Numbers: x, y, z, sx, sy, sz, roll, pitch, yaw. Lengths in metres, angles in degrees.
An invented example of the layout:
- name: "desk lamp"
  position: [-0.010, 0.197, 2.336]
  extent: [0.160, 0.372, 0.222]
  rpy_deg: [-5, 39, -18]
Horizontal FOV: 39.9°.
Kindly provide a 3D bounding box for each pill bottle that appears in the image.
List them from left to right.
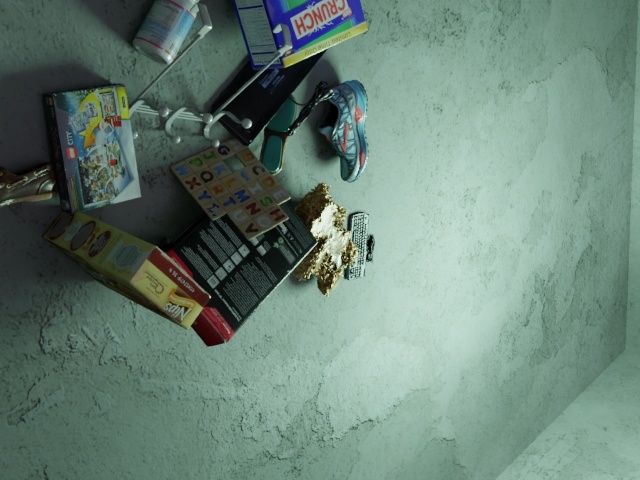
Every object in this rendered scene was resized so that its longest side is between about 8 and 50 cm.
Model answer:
- name: "pill bottle"
  position: [-0.304, -0.441, 1.769]
  extent: [0.087, 0.087, 0.160]
  rpy_deg: [34, 80, -48]

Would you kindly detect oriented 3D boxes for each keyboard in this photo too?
- name: "keyboard"
  position: [-0.091, -0.344, 2.031]
  extent: [0.201, 0.033, 0.317]
  rpy_deg: [42, 72, -16]
- name: "keyboard"
  position: [0.119, 0.016, 2.435]
  extent: [0.100, 0.038, 0.192]
  rpy_deg: [-16, 117, -42]

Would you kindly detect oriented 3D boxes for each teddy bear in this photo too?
- name: "teddy bear"
  position: [0.000, 0.000, 2.247]
  extent: [0.245, 0.113, 0.338]
  rpy_deg: [-64, 151, -8]

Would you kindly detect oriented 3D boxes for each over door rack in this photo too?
- name: "over door rack"
  position: [-0.224, -0.310, 1.786]
  extent: [0.240, 0.108, 0.324]
  rpy_deg: [1, 141, -47]

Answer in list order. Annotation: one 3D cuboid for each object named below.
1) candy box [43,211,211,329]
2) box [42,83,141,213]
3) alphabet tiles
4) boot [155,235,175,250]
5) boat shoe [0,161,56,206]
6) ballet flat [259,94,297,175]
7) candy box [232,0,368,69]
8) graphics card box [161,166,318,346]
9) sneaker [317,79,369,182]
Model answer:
- name: "candy box"
  position: [-0.380, 0.050, 1.712]
  extent: [0.087, 0.317, 0.183]
  rpy_deg: [-55, 136, -15]
- name: "box"
  position: [-0.447, -0.183, 1.732]
  extent: [0.159, 0.044, 0.233]
  rpy_deg: [-18, 110, -41]
- name: "alphabet tiles"
  position: [-0.186, -0.113, 1.948]
  extent: [0.198, 0.237, 0.009]
  rpy_deg: [-31, 164, -36]
- name: "boot"
  position: [-0.278, 0.023, 2.005]
  extent: [0.209, 0.076, 0.189]
  rpy_deg: [22, 82, -40]
- name: "boat shoe"
  position: [-0.585, -0.102, 1.625]
  extent: [0.207, 0.073, 0.073]
  rpy_deg: [-20, 118, -49]
- name: "ballet flat"
  position: [-0.105, -0.247, 2.072]
  extent: [0.073, 0.067, 0.206]
  rpy_deg: [17, 79, -6]
- name: "candy box"
  position: [-0.061, -0.565, 1.922]
  extent: [0.268, 0.122, 0.317]
  rpy_deg: [-33, 119, -34]
- name: "graphics card box"
  position: [-0.191, 0.031, 1.961]
  extent: [0.232, 0.094, 0.371]
  rpy_deg: [52, 52, -14]
- name: "sneaker"
  position: [0.045, -0.271, 2.220]
  extent: [0.125, 0.104, 0.261]
  rpy_deg: [-11, 110, -25]
